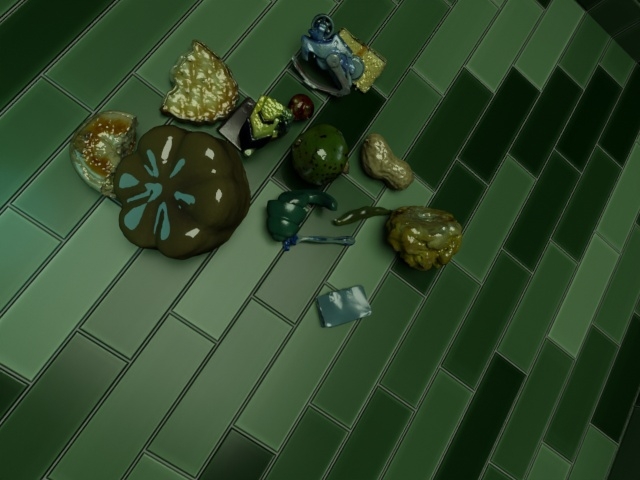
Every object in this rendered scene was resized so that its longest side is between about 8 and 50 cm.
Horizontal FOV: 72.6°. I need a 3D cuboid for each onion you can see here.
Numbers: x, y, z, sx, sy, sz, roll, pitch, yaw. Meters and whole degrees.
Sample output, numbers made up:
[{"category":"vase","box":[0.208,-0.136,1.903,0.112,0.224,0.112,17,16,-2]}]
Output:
[{"category":"onion","box":[-0.083,-0.567,1.854,0.117,0.118,0.119,-19,89,-42]}]

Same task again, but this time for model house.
[{"category":"model house","box":[-0.225,-0.430,1.724,0.170,0.194,0.211,32,75,-17]}]

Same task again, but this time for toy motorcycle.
[{"category":"toy motorcycle","box":[0.026,-0.759,1.847,0.241,0.182,0.319,-44,114,3]}]

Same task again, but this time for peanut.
[{"category":"peanut","box":[0.281,-0.335,1.934,0.159,0.143,0.291,-43,105,16]}]

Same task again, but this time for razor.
[{"category":"razor","box":[0.003,-0.002,1.842,0.324,0.056,0.093,1,81,-18]}]

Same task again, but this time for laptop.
[{"category":"laptop","box":[-0.310,-0.479,1.816,0.154,0.026,0.207,41,74,-11]}]

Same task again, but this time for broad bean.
[{"category":"broad bean","box":[0.192,-0.119,1.924,0.297,0.043,0.060,-13,97,-20]}]

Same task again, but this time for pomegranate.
[{"category":"pomegranate","box":[0.010,-0.349,1.799,0.270,0.254,0.254,15,79,-25]}]

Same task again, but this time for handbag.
[{"category":"handbag","box":[0.097,0.277,1.839,0.221,0.057,0.144,-11,83,-19]}]

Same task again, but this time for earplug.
[{"category":"earplug","box":[-0.098,-0.109,1.776,0.257,0.164,0.280,30,76,-27]}]

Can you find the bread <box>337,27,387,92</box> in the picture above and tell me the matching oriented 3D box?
[{"category":"bread","box":[0.156,-0.825,1.973,0.266,0.178,0.142,33,43,-14]}]

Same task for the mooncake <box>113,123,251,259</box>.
[{"category":"mooncake","box":[-0.485,-0.170,1.521,0.467,0.262,0.467,1,92,15]}]

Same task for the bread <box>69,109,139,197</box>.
[{"category":"bread","box":[-0.785,-0.317,1.562,0.192,0.171,0.314,12,79,-14]}]

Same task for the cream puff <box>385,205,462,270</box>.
[{"category":"cream puff","box":[0.439,0.004,1.896,0.324,0.291,0.257,-19,119,-33]}]

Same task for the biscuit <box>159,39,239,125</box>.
[{"category":"biscuit","box":[-0.505,-0.611,1.744,0.335,0.078,0.329,-33,97,-19]}]
